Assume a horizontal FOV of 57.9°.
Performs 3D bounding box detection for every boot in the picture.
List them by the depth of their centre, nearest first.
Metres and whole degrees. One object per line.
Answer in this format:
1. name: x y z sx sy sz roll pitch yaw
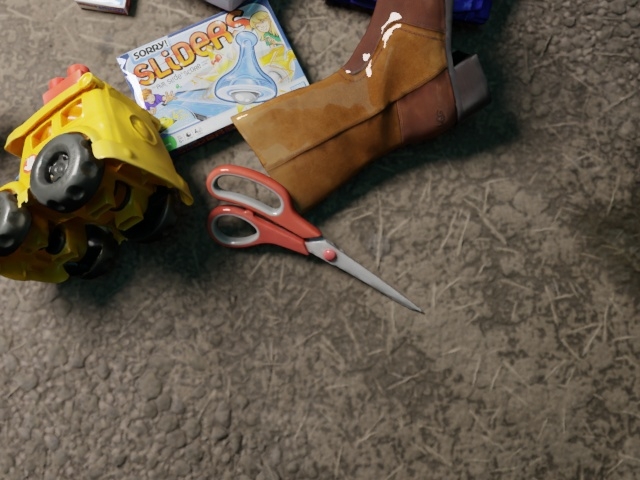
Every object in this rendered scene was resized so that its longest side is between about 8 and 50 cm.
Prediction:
1. boot: 0.023 -0.202 0.674 0.280 0.096 0.264 -28 115 3

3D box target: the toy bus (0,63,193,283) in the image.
1. toy bus: -0.281 -0.084 0.648 0.220 0.149 0.211 -30 65 15

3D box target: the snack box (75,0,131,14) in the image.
1. snack box: -0.265 -0.381 0.742 0.064 0.022 0.178 8 83 -4

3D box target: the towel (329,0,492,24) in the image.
1. towel: 0.124 -0.434 0.696 0.227 0.076 0.308 7 102 -3

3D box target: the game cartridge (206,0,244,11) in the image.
1. game cartridge: -0.170 -0.427 0.716 0.294 0.060 0.196 41 74 3

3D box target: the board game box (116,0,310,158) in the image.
1. board game box: -0.131 -0.203 0.722 0.201 0.035 0.136 -26 86 -6

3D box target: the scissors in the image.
1. scissors: 0.000 0.000 0.686 0.297 0.021 0.109 21 119 0
